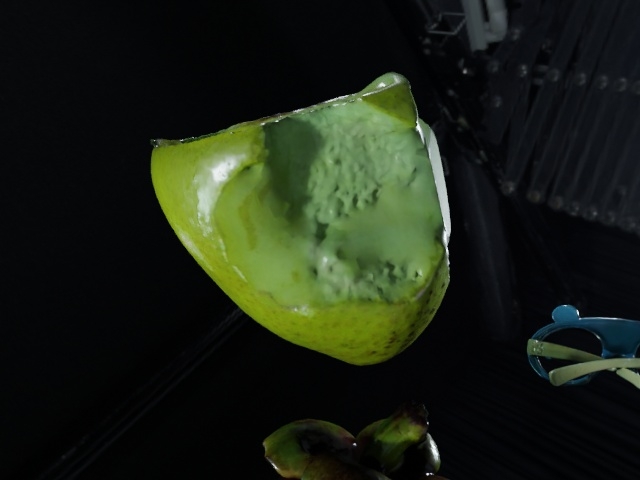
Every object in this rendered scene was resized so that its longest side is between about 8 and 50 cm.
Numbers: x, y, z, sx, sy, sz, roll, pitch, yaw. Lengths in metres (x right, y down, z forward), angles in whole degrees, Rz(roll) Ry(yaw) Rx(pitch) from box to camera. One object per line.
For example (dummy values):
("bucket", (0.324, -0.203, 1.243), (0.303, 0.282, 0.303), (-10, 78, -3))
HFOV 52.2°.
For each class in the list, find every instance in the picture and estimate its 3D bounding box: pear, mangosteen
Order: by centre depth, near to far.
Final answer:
("pear", (0.000, 0.000, 0.642), (0.286, 0.176, 0.282), (-15, -74, -2))
("mangosteen", (0.046, 0.355, 0.706), (0.311, 0.311, 0.311), (-18, -62, -37))

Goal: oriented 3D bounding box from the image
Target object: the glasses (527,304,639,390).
("glasses", (0.372, 0.175, 0.845), (0.207, 0.239, 0.102), (-30, -61, -51))
